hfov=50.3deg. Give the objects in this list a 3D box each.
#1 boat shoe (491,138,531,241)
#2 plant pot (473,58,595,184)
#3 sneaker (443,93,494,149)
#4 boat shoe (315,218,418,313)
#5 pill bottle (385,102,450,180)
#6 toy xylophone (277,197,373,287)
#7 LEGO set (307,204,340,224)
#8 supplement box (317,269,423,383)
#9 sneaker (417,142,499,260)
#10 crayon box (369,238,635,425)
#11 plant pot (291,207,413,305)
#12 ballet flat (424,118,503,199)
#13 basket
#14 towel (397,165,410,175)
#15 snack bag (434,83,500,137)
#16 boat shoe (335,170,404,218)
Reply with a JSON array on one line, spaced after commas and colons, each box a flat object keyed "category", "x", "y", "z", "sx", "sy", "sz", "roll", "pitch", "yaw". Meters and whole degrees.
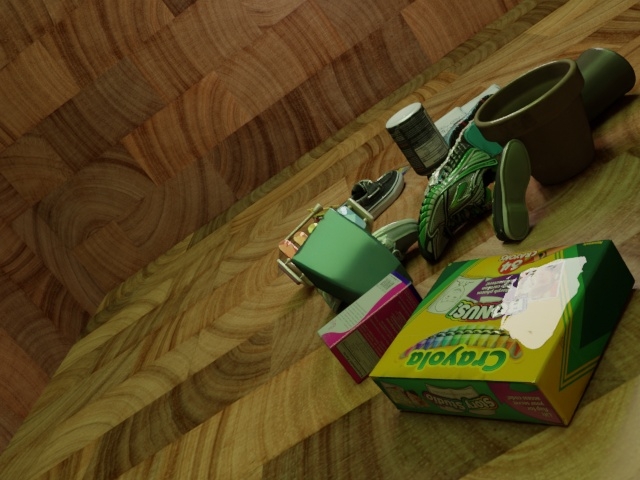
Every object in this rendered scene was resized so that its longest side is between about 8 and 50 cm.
[{"category": "boat shoe", "x": 0.421, "y": -0.112, "z": 1.533, "sx": 0.068, "sy": 0.081, "sz": 0.228, "roll": 164, "pitch": 111, "yaw": -67}, {"category": "plant pot", "x": 0.534, "y": -0.263, "z": 1.622, "sx": 0.263, "sy": 0.229, "sz": 0.263, "roll": -33, "pitch": 16, "yaw": 11}, {"category": "sneaker", "x": 0.502, "y": -0.397, "z": 2.270, "sx": 0.262, "sy": 0.104, "sz": 0.125, "roll": -39, "pitch": 15, "yaw": -8}, {"category": "boat shoe", "x": 0.139, "y": 0.064, "z": 1.784, "sx": 0.320, "sy": 0.118, "sz": 0.103, "roll": -35, "pitch": 60, "yaw": -2}, {"category": "pill bottle", "x": 0.317, "y": -0.289, "z": 2.100, "sx": 0.130, "sy": 0.246, "sz": 0.130, "roll": -32, "pitch": 19, "yaw": 12}, {"category": "toy xylophone", "x": 0.000, "y": 0.000, "z": 2.085, "sx": 0.236, "sy": 0.081, "sz": 0.323, "roll": 33, "pitch": 71, "yaw": 27}, {"category": "LEGO set", "x": 0.023, "y": -0.063, "z": 2.408, "sx": 0.132, "sy": 0.107, "sz": 0.287, "roll": -6, "pitch": -1, "yaw": -23}, {"category": "supplement box", "x": 0.119, "y": 0.184, "z": 1.466, "sx": 0.220, "sy": 0.114, "sz": 0.111, "roll": -37, "pitch": 17, "yaw": -4}, {"category": "sneaker", "x": 0.348, "y": -0.093, "z": 1.714, "sx": 0.146, "sy": 0.134, "sz": 0.344, "roll": 23, "pitch": 70, "yaw": 24}, {"category": "crayon box", "x": 0.304, "y": 0.155, "z": 1.178, "sx": 0.363, "sy": 0.106, "sz": 0.313, "roll": -14, "pitch": 28, "yaw": 53}, {"category": "plant pot", "x": 0.089, "y": 0.066, "z": 1.630, "sx": 0.234, "sy": 0.166, "sz": 0.165, "roll": 29, "pitch": 78, "yaw": 37}, {"category": "ballet flat", "x": 0.421, "y": -0.228, "z": 1.948, "sx": 0.409, "sy": 0.147, "sz": 0.147, "roll": -44, "pitch": 18, "yaw": -24}, {"category": "basket", "x": 0.671, "y": -0.369, "z": 1.786, "sx": 0.227, "sy": 0.154, "sz": 0.204, "roll": -43, "pitch": 11, "yaw": -8}, {"category": "towel", "x": 0.282, "y": -0.238, "z": 2.446, "sx": 0.083, "sy": 0.009, "sz": 0.060, "roll": -46, "pitch": 20, "yaw": -29}, {"category": "snack bag", "x": 0.529, "y": -0.451, "z": 2.475, "sx": 0.342, "sy": 0.037, "sz": 0.323, "roll": -33, "pitch": 17, "yaw": 12}, {"category": "boat shoe", "x": 0.158, "y": -0.145, "z": 2.254, "sx": 0.121, "sy": 0.119, "sz": 0.335, "roll": -13, "pitch": 29, "yaw": 53}]
